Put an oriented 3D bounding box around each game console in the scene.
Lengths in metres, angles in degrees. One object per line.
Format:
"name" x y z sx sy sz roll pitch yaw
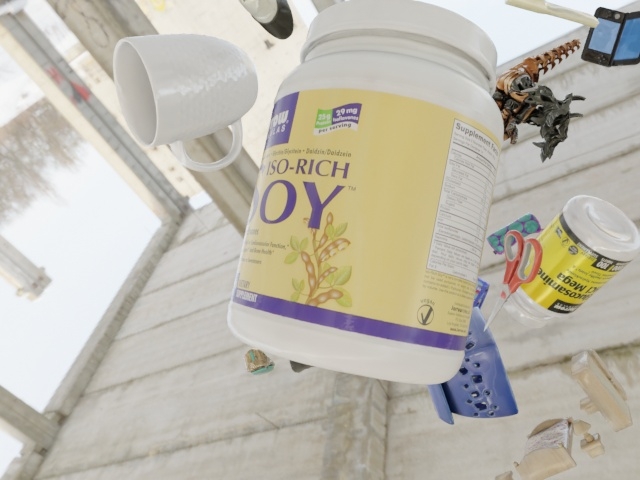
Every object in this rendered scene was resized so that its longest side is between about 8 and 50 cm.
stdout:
"game console" 0.765 -0.530 1.354 0.085 0.124 0.144 -59 166 -85

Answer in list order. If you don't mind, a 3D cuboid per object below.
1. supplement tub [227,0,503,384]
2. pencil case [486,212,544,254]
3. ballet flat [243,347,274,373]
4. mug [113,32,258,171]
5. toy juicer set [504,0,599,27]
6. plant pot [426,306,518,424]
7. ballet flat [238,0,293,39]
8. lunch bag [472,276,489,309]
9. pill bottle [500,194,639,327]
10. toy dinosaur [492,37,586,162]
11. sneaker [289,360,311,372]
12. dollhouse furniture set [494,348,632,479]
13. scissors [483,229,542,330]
"supplement tub" 0.052 -0.042 0.547 0.241 0.241 0.331 5 -99 50
"pencil case" 0.562 -0.018 1.523 0.152 0.064 0.070 -33 -119 10
"ballet flat" -0.163 0.318 1.393 0.073 0.067 0.206 -18 165 -9
"mug" -0.340 -0.375 1.448 0.328 0.374 0.276 -21 -167 -34
"toy juicer set" 0.424 -0.571 1.007 0.209 0.328 0.089 -6 175 -4
"plant pot" 0.394 0.357 1.471 0.212 0.236 0.236 -19 -163 9
"ballet flat" -0.150 -0.564 1.142 0.095 0.280 0.096 -9 -150 33
"lunch bag" 0.469 0.202 1.908 0.221 0.293 0.138 33 -152 31
"pill bottle" 0.593 0.066 1.289 0.188 0.188 0.334 -71 -176 -47
"toy dinosaur" 0.425 -0.295 1.119 0.218 0.164 0.322 46 -61 27
"sneaker" -0.015 0.141 1.037 0.130 0.286 0.109 -7 -142 5
"dollhouse furniture set" 0.599 0.459 1.395 0.355 0.173 0.303 -39 170 26
"scissors" 0.410 0.112 1.142 0.021 0.297 0.109 -8 -148 -20
